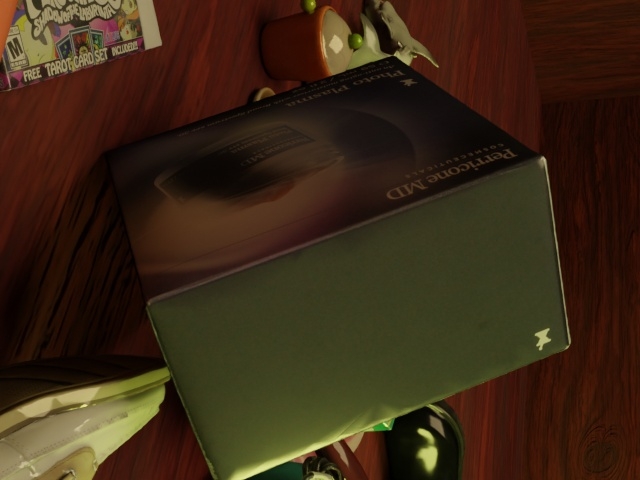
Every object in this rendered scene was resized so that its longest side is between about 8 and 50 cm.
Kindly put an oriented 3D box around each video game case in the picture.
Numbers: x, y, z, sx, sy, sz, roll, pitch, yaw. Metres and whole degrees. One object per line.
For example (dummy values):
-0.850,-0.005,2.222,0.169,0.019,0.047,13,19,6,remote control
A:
-0.218,-0.240,0.735,0.232,0.041,0.210,-44,127,-63,video game case

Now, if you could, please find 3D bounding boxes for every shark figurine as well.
0.094,-0.289,1.482,0.166,0.116,0.278,45,26,-12,shark figurine

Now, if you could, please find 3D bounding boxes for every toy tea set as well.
0.026,-0.177,1.243,0.336,0.124,0.200,28,61,-66,toy tea set

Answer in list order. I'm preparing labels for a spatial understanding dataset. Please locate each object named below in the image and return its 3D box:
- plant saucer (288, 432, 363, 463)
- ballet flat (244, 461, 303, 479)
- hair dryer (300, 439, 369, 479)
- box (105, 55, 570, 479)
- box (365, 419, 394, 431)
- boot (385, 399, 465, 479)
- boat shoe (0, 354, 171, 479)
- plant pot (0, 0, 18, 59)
-0.005,0.153,1.186,0.332,0.084,0.332,-2,90,-69,plant saucer
-0.091,0.308,0.935,0.342,0.116,0.124,12,97,-68,ballet flat
-0.009,0.205,0.957,0.223,0.080,0.294,33,55,-57,hair dryer
0.000,0.000,0.770,0.294,0.296,0.183,-125,-163,-58,box
0.040,0.095,0.876,0.043,0.105,0.179,44,50,-31,box
0.162,0.448,1.518,0.260,0.131,0.348,-60,142,-54,boot
-0.214,0.151,0.625,0.302,0.113,0.103,-14,103,-58,boat shoe
-0.246,-0.152,0.394,0.275,0.274,0.243,-4,102,-69,plant pot
